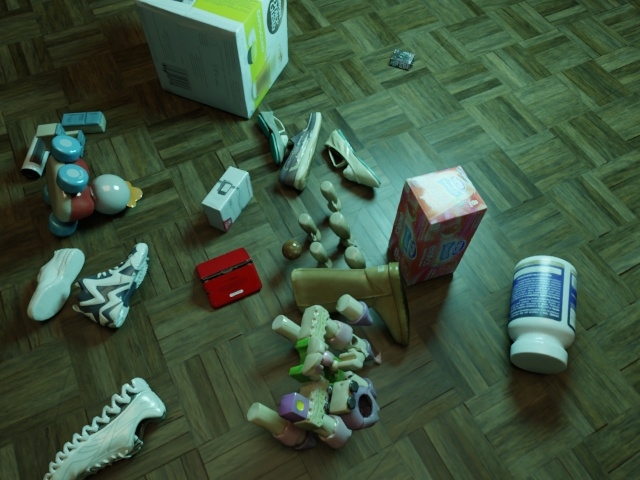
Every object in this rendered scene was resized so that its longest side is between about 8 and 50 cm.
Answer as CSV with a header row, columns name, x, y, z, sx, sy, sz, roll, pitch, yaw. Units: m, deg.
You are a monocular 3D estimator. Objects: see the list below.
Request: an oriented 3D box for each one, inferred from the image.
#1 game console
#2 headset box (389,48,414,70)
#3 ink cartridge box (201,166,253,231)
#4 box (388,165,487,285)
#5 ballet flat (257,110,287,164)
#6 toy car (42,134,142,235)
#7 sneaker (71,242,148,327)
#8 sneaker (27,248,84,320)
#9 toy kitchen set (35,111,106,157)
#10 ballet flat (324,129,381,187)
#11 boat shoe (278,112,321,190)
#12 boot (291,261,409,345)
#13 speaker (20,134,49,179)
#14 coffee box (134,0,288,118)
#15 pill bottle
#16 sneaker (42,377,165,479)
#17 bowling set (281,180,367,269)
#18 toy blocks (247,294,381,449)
name,x,y,z,sx,sy,sz,roll,pitch,yaw
game console,-0.247,0.099,1.340,0.144,0.085,0.124,-22,93,-14
headset box,0.300,-0.656,1.808,0.083,0.032,0.062,19,60,11
ink cartridge box,-0.261,-0.118,1.414,0.063,0.109,0.151,22,60,15
box,0.287,-0.028,1.271,0.154,0.300,0.142,-15,59,-12
ballet flat,-0.138,-0.331,1.573,0.068,0.072,0.213,-13,60,-20
toy car,-0.629,-0.147,1.399,0.237,0.219,0.210,-2,53,-38
sneaker,-0.549,0.097,1.280,0.152,0.094,0.235,16,69,-3
sneaker,-0.702,0.112,1.287,0.094,0.080,0.212,5,51,14
toy kitchen set,-0.744,-0.340,1.496,0.122,0.166,0.207,-5,59,-5
ballet flat,0.090,-0.235,1.528,0.086,0.086,0.248,-25,61,-16
boat shoe,-0.060,-0.286,1.532,0.092,0.103,0.285,13,65,0
boot,0.082,0.164,1.257,0.269,0.236,0.089,-8,17,16
speaker,-0.857,-0.252,1.504,0.055,0.055,0.136,1,58,-2
coffee box,-0.322,-0.670,1.613,0.338,0.338,0.334,21,60,10
pill bottle,0.551,0.184,1.240,0.153,0.153,0.265,16,59,7
sneaker,-0.464,0.443,1.076,0.118,0.110,0.292,38,65,9
bowling set,0.000,0.000,1.357,0.199,0.154,0.287,-20,61,7
toy blocks,0.051,0.310,1.092,0.260,0.308,0.289,39,45,-28
